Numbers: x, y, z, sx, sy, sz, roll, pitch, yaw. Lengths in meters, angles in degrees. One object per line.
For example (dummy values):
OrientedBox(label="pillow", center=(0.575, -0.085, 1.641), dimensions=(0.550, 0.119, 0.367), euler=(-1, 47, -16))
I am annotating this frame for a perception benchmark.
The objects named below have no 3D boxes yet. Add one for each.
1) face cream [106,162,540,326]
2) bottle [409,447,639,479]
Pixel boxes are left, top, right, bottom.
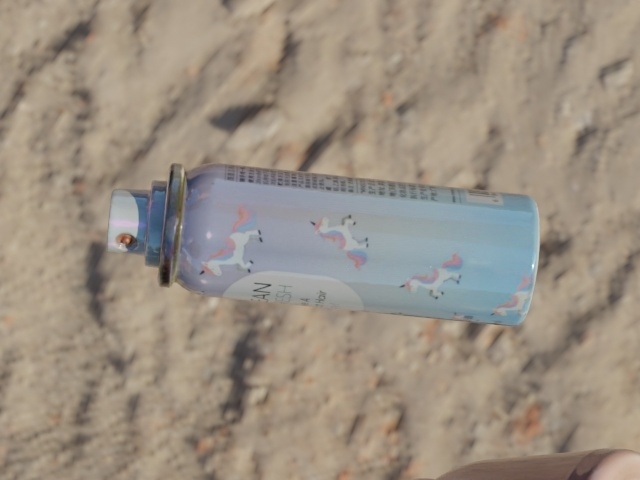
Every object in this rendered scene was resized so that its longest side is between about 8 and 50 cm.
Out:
OrientedBox(label="face cream", center=(0.000, 0.000, 1.018), dimensions=(0.229, 0.075, 0.075), euler=(6, 80, -4))
OrientedBox(label="bottle", center=(0.171, 0.301, 1.749), dimensions=(0.297, 0.173, 0.206), euler=(-9, 53, 41))
